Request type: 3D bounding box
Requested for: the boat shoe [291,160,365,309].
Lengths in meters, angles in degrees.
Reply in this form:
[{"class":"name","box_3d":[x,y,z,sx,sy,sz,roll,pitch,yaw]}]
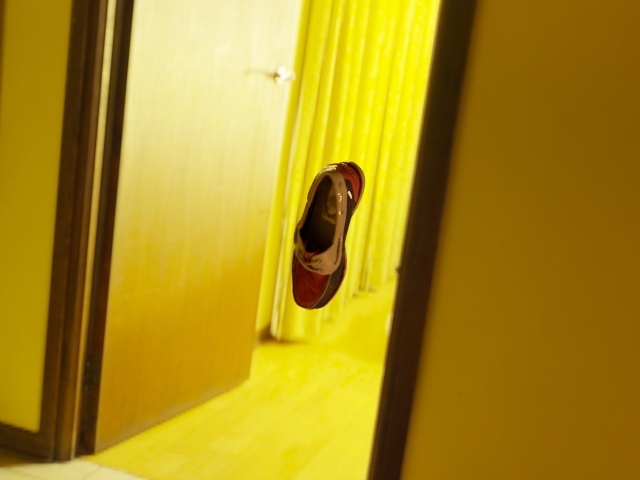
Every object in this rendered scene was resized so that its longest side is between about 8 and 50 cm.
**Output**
[{"class":"boat shoe","box_3d":[0.000,0.000,0.697,0.049,0.137,0.043,26,26,18]}]
